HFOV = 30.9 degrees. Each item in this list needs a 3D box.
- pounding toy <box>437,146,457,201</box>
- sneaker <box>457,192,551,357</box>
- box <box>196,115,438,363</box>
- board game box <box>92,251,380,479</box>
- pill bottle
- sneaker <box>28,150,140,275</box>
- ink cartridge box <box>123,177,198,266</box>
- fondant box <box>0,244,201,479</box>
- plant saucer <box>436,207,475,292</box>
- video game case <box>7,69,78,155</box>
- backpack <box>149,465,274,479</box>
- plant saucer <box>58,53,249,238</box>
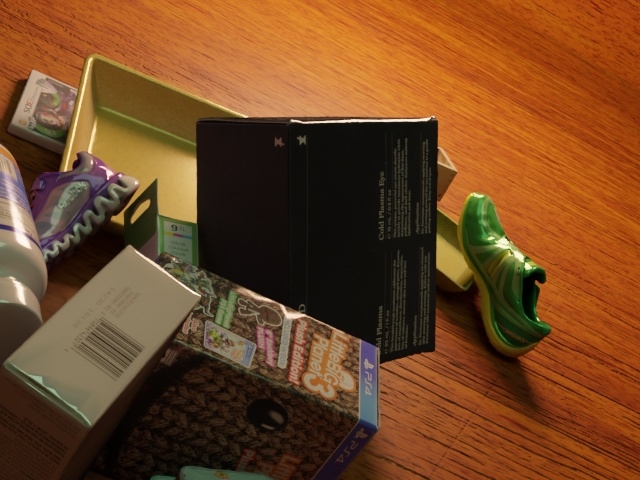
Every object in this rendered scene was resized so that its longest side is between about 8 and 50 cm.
[{"bbox_3d":[0.175,-0.130,2.218,0.130,0.100,0.141,21,23,-22],"label":"pounding toy"},{"bbox_3d":[0.324,0.050,1.992,0.109,0.123,0.295,10,60,-53],"label":"sneaker"},{"bbox_3d":[0.000,0.000,1.591,0.179,0.343,0.312,6,8,41],"label":"box"},{"bbox_3d":[-0.112,0.189,1.356,0.291,0.232,0.141,25,33,-15],"label":"board game box"},{"bbox_3d":[-0.402,0.014,1.342,0.152,0.152,0.272,9,39,-35],"label":"pill bottle"},{"bbox_3d":[-0.348,-0.031,1.508,0.104,0.095,0.236,45,58,-3],"label":"sneaker"},{"bbox_3d":[-0.210,0.037,1.526,0.062,0.109,0.209,11,59,-30],"label":"ink cartridge box"},{"bbox_3d":[-0.265,0.190,1.113,0.096,0.330,0.238,36,31,0],"label":"fondant box"},{"bbox_3d":[0.202,0.012,2.075,0.188,0.045,0.188,39,31,7],"label":"plant saucer"},{"bbox_3d":[-0.382,-0.183,1.819,0.190,0.022,0.173,24,33,-17],"label":"video game case"},{"bbox_3d":[-0.107,0.341,1.240,0.166,0.144,0.188,17,38,-36],"label":"backpack"},{"bbox_3d":[-0.232,-0.095,1.750,0.333,0.081,0.332,21,43,-20],"label":"plant saucer"}]
